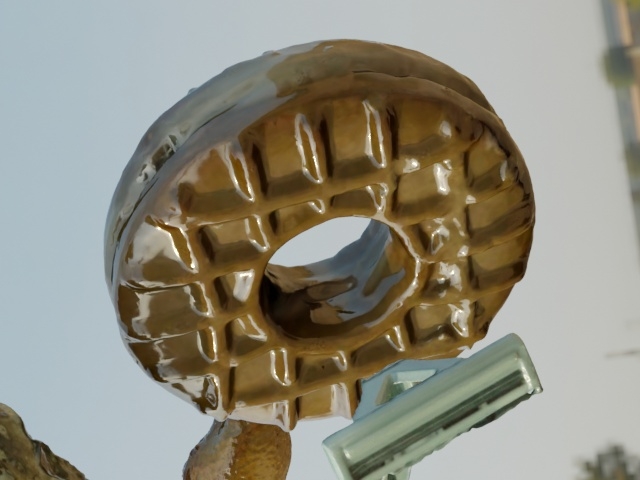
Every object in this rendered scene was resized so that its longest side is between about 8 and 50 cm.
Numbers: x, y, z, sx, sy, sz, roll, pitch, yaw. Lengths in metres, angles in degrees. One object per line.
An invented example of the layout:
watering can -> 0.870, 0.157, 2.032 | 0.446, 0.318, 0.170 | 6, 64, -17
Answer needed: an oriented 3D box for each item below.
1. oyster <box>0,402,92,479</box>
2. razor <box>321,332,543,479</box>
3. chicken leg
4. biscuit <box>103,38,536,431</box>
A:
oyster -> -0.222, 0.199, 1.373 | 0.351, 0.158, 0.162 | 32, -171, -47
razor -> 0.039, 0.107, 1.060 | 0.056, 0.111, 0.278 | 59, 169, 11
chicken leg -> -0.065, 0.170, 1.923 | 0.107, 0.087, 0.251 | -19, -47, -53
biscuit -> 0.000, 0.000, 1.420 | 0.103, 0.332, 0.332 | -114, 5, -47
